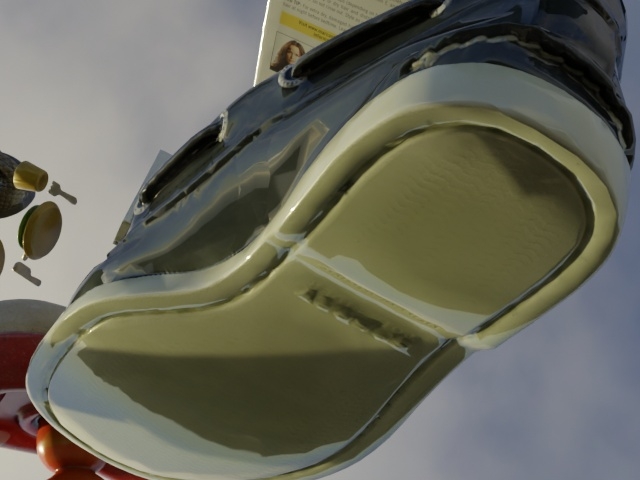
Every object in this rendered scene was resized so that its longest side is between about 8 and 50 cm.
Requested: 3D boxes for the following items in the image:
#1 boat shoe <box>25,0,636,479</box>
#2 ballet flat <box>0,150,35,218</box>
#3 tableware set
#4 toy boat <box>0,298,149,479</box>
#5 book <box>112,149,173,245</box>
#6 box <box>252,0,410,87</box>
[{"bbox_3d":[-0.003,-0.002,0.644,0.127,0.113,0.340,30,-36,-12],"label":"boat shoe"},{"bbox_3d":[-0.363,-0.070,1.532,0.250,0.084,0.058,11,-44,31],"label":"ballet flat"},{"bbox_3d":[-0.244,0.014,1.296,0.024,0.104,0.154,19,-101,23],"label":"tableware set"},{"bbox_3d":[-0.161,0.139,1.134,0.231,0.151,0.151,18,-31,-38],"label":"toy boat"},{"bbox_3d":[-0.086,-0.008,1.404,0.144,0.096,0.035,27,-40,-4],"label":"book"},{"bbox_3d":[0.020,-0.121,1.034,0.100,0.060,0.244,25,-46,12],"label":"box"}]
